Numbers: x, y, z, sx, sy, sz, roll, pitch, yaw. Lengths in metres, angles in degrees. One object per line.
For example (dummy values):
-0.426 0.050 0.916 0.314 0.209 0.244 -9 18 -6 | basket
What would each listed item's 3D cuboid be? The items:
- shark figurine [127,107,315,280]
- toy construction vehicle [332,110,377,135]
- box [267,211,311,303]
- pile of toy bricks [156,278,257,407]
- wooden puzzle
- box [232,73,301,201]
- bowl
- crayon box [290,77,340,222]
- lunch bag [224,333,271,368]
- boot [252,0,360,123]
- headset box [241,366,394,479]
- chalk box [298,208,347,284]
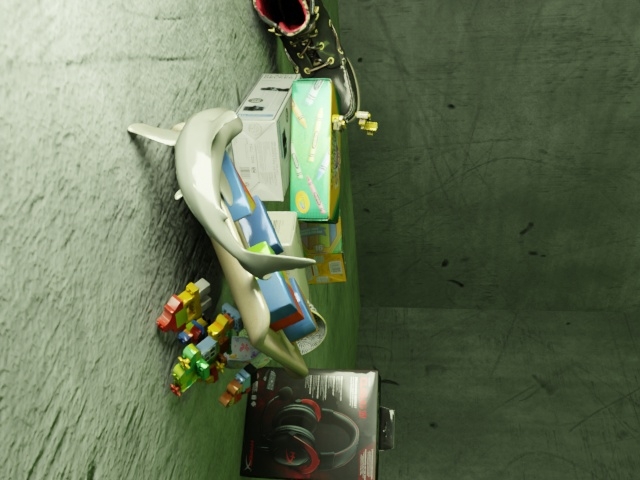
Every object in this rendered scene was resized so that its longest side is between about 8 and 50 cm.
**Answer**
-0.112 -0.083 0.738 0.166 0.116 0.278 14 46 -42 | shark figurine
0.067 -0.226 1.266 0.098 0.086 0.035 28 69 -81 | toy construction vehicle
-0.088 0.070 1.309 0.275 0.113 0.094 84 9 -46 | box
-0.164 0.167 0.885 0.105 0.118 0.212 -39 151 -33 | pile of toy bricks
-0.092 0.026 0.952 0.348 0.080 0.322 74 -8 -68 | wooden puzzle
-0.098 -0.216 1.302 0.290 0.087 0.169 -76 165 -59 | box
-0.075 0.151 1.258 0.170 0.170 0.080 82 0 -46 | bowl
-0.008 -0.176 1.334 0.165 0.081 0.278 2 89 -82 | crayon box
-0.130 0.192 1.111 0.071 0.083 0.053 70 23 -66 | lunch bag
-0.030 -0.437 1.405 0.284 0.138 0.377 -26 99 -79 | boot
0.002 0.373 1.306 0.110 0.293 0.218 71 22 -67 | headset box
0.000 0.000 1.808 0.132 0.132 0.213 80 5 -47 | chalk box
